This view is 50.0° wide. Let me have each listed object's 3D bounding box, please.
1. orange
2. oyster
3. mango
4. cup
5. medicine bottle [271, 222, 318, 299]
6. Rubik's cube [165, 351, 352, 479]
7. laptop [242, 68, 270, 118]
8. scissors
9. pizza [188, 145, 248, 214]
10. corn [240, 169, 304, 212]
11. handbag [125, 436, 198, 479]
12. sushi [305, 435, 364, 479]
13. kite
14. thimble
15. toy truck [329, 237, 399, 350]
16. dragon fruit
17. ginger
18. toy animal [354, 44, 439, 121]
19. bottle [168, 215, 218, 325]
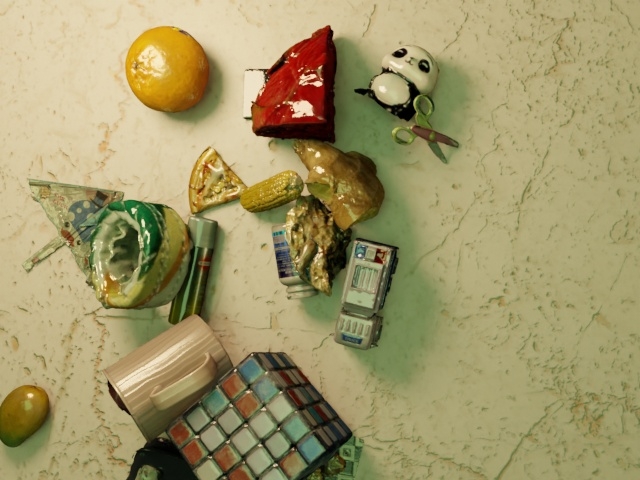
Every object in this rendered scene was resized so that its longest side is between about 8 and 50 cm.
[{"bbox_3d":[-0.393,-0.436,1.758,0.219,0.193,0.220,5,108,14],"label":"orange"},{"bbox_3d":[0.000,0.000,1.672,0.083,0.214,0.223,-19,117,44],"label":"oyster"},{"bbox_3d":[-0.824,0.485,1.892,0.130,0.092,0.195,26,104,7],"label":"mango"},{"bbox_3d":[-0.362,0.319,1.641,0.273,0.288,0.208,-32,72,-21],"label":"cup"},{"bbox_3d":[-0.059,0.049,1.734,0.106,0.107,0.192,-9,89,10],"label":"medicine bottle"},{"bbox_3d":[-0.135,0.459,1.635,0.292,0.287,0.293,-41,74,4],"label":"Rubik's cube"},{"bbox_3d":[-0.106,-0.381,1.790,0.197,0.016,0.135,3,90,9],"label":"laptop"},{"bbox_3d":[0.264,-0.257,1.662,0.187,0.020,0.134,33,96,-34],"label":"scissors"},{"bbox_3d":[-0.269,-0.135,1.809,0.176,0.036,0.185,27,95,9],"label":"pizza"},{"bbox_3d":[-0.121,-0.117,1.706,0.238,0.080,0.080,-18,86,53],"label":"corn"},{"bbox_3d":[-0.364,0.706,1.790,0.329,0.122,0.304,18,93,8],"label":"handbag"},{"bbox_3d":[-0.010,0.570,1.762,0.210,0.040,0.193,14,93,10],"label":"sushi"},{"bbox_3d":[-0.684,-0.025,1.897,0.368,0.014,0.406,-35,84,8],"label":"kite"},{"bbox_3d":[-0.461,0.043,1.742,0.254,0.167,0.288,21,96,36],"label":"thimble"},{"bbox_3d":[0.105,0.135,1.680,0.124,0.155,0.268,13,93,9],"label":"toy truck"},{"bbox_3d":[-0.031,-0.377,1.710,0.302,0.240,0.330,2,65,36],"label":"dragon fruit"},{"bbox_3d":[0.046,-0.162,1.676,0.270,0.218,0.123,55,139,3],"label":"ginger"},{"bbox_3d":[0.194,-0.393,1.670,0.166,0.138,0.179,38,95,10],"label":"toy animal"},{"bbox_3d":[-0.333,0.081,1.798,0.082,0.082,0.286,12,92,10],"label":"bottle"}]
